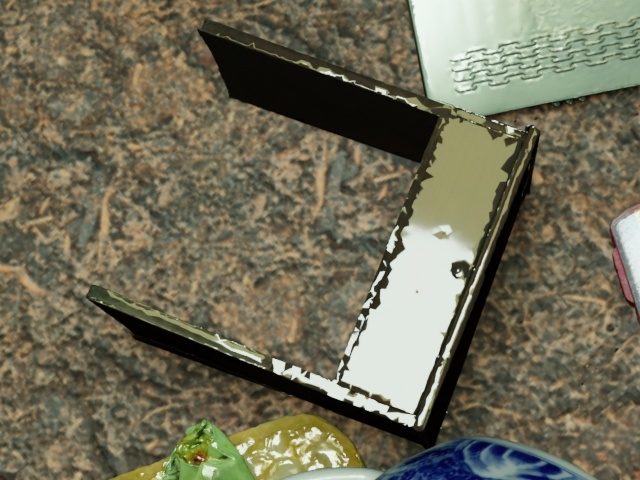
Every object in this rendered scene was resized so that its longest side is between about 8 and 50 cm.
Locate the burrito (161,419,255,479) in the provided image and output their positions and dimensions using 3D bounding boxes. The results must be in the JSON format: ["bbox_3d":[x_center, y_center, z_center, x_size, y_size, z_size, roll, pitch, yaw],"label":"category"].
[{"bbox_3d":[-0.065,0.288,1.286,0.104,0.054,0.288,-22,88,2],"label":"burrito"}]

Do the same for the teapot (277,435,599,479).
[{"bbox_3d":[0.106,0.295,1.160,0.424,0.252,0.280,19,67,22],"label":"teapot"}]

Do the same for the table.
[{"bbox_3d":[0.000,0.000,1.285,0.282,0.196,0.251,21,82,9],"label":"table"}]

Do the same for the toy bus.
[{"bbox_3d":[0.295,0.058,1.313,0.077,0.065,0.192,-18,77,9],"label":"toy bus"}]

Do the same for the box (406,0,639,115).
[{"bbox_3d":[0.209,-0.210,1.361,0.270,0.045,0.211,-13,97,3],"label":"box"}]

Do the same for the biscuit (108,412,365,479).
[{"bbox_3d":[-0.081,0.226,1.328,0.247,0.029,0.118,-20,78,1],"label":"biscuit"}]
